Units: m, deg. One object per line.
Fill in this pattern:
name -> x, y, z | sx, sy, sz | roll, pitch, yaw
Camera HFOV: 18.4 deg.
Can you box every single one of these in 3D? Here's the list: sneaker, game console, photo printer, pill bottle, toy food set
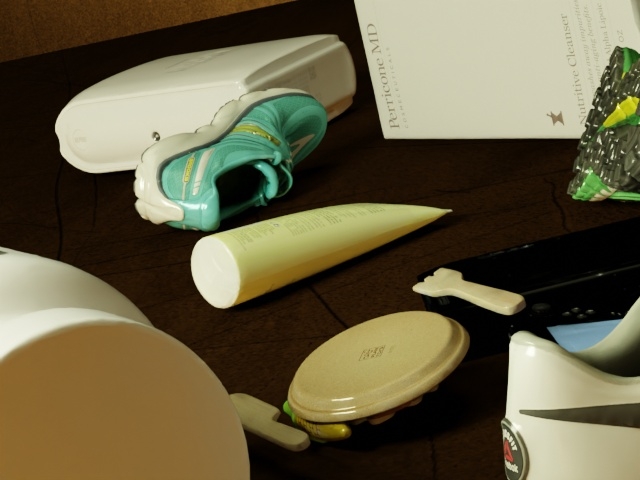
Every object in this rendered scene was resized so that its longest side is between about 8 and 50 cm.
sneaker -> -0.071, -0.072, 2.002 | 0.110, 0.107, 0.275 | 18, 33, 29
game console -> 0.188, 0.051, 1.291 | 0.213, 0.044, 0.361 | -14, 14, -1
photo printer -> -0.146, -0.163, 2.367 | 0.307, 0.107, 0.256 | -4, 16, 33
sneaker -> 0.245, 0.057, 0.998 | 0.330, 0.146, 0.122 | -16, 12, -18
sneaker -> 0.290, -0.072, 1.594 | 0.146, 0.134, 0.343 | 18, 7, -4
pill bottle -> -0.199, 0.105, 1.088 | 0.210, 0.210, 0.363 | -20, 15, -27
toy food set -> 0.038, 0.087, 1.265 | 0.192, 0.039, 0.132 | -30, 22, -20

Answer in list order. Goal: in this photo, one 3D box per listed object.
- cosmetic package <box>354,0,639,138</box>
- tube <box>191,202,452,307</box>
cosmetic package -> 0.221, -0.222, 2.023 | 0.156, 0.217, 0.385 | -24, 15, -39
tube -> 0.000, 0.000, 1.676 | 0.240, 0.062, 0.070 | -19, 57, -42
